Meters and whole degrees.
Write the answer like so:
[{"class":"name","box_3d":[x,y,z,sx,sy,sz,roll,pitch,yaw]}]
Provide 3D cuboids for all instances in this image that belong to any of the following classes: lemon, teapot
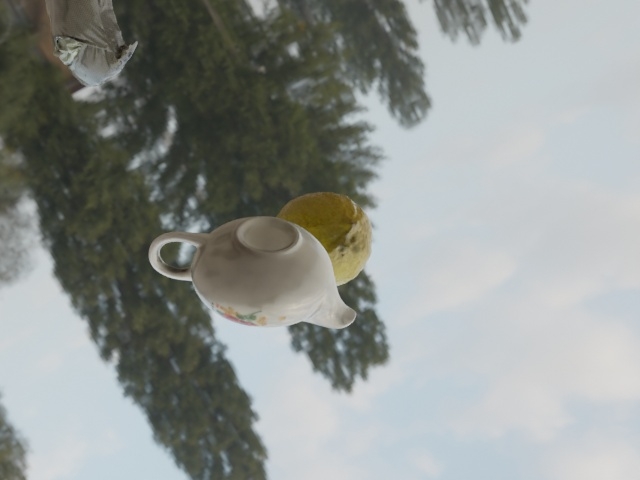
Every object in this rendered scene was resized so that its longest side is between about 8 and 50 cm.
[{"class":"lemon","box_3d":[0.002,-0.001,1.894,0.193,0.181,0.180,-16,-160,32]},{"class":"teapot","box_3d":[-0.069,0.027,1.120,0.226,0.092,0.145,13,-147,8]}]

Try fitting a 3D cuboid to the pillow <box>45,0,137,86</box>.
[{"class":"pillow","box_3d":[-0.240,-0.273,1.026,0.059,0.255,0.169,-12,-171,-24]}]
